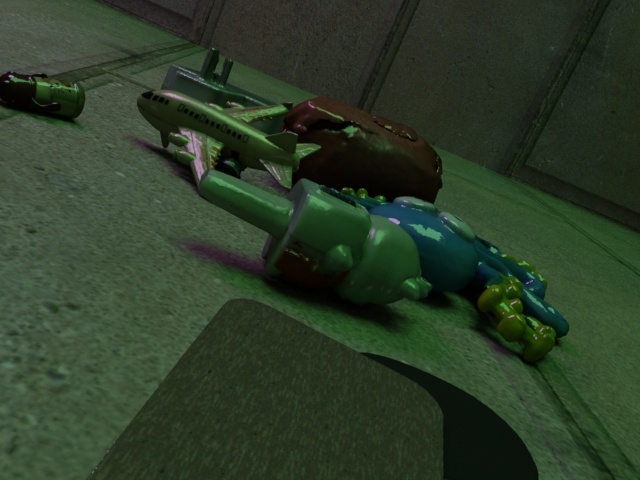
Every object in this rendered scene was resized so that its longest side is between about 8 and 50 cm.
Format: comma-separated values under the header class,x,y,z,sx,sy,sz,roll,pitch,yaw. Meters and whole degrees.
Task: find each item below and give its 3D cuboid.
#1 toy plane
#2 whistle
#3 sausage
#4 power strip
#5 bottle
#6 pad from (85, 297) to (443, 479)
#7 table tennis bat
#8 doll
class,x,y,z,sx,sy,sz,roll,pitch,yaw
toy plane,-0.130,-0.133,0.876,0.245,0.092,0.229,18,42,13
whistle,0.001,-0.001,0.645,0.253,0.105,0.102,26,-16,-17
sausage,0.064,-0.119,1.026,0.280,0.152,0.152,16,17,-28
power strip,-0.159,-0.242,1.140,0.230,0.141,0.261,27,13,13
bottle,-0.344,-0.181,0.827,0.063,0.047,0.101,25,15,41
pad,-0.009,0.117,0.379,0.176,0.002,0.266,27,20,1
table tennis bat,0.044,0.114,0.482,0.247,0.022,0.138,23,16,-7
doll,0.167,0.009,0.852,0.346,0.098,0.341,36,20,25
